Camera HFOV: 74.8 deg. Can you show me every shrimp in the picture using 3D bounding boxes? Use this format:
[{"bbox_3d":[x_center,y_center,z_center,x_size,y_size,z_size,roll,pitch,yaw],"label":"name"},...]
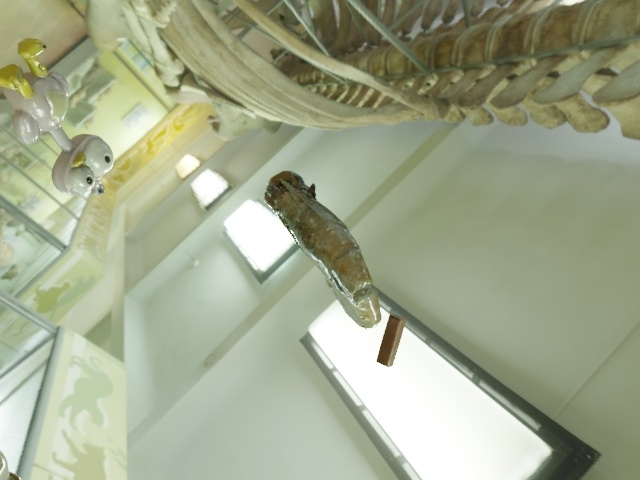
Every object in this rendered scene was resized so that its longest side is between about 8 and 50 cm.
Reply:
[{"bbox_3d":[0.000,0.000,0.875,0.110,0.221,0.446,-28,-127,-8],"label":"shrimp"}]

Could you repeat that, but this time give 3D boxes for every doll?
[{"bbox_3d":[-0.526,-0.214,0.852,0.094,0.365,0.160,6,-121,4],"label":"doll"}]

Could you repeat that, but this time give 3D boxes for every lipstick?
[{"bbox_3d":[0.206,0.290,1.216,0.045,0.045,0.145,18,-87,33],"label":"lipstick"}]

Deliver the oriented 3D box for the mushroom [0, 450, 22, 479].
[{"bbox_3d":[-0.694,0.480,0.831,0.350,0.128,0.128,106,4,-49],"label":"mushroom"}]
